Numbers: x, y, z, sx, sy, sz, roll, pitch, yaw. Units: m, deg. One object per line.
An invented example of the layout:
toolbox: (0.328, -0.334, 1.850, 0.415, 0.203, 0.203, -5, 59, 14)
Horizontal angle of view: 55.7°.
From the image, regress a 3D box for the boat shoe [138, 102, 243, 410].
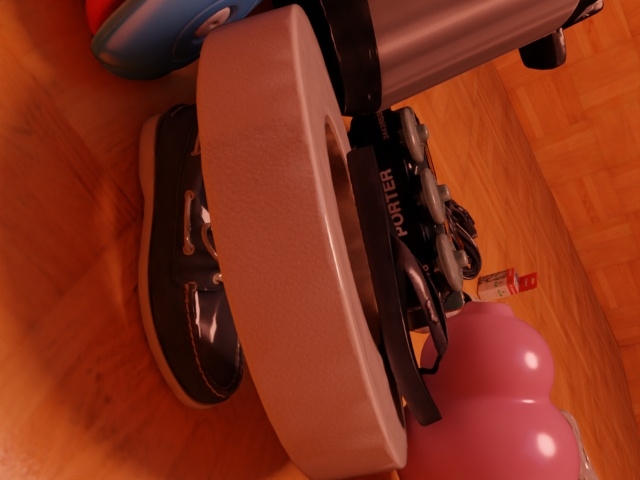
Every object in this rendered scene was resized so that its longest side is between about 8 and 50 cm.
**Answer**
boat shoe: (-0.088, 0.003, 0.491, 0.095, 0.079, 0.255, 33, 46, -60)

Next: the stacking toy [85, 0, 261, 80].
stacking toy: (-0.177, -0.297, 0.487, 0.302, 0.165, 0.175, 53, 20, -6)

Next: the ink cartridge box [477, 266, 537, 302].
ink cartridge box: (0.381, 0.086, 1.236, 0.029, 0.115, 0.063, 60, 29, -18)

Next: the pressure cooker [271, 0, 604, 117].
pressure cooker: (0.138, -0.383, 0.689, 0.370, 0.420, 0.376, 72, -7, -63)

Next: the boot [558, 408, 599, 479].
boot: (0.512, 0.474, 1.256, 0.123, 0.095, 0.258, 27, 41, -44)

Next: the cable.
cable: (0.261, -0.009, 1.173, 0.184, 0.047, 0.151, 48, 40, -40)

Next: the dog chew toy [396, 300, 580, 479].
dog chew toy: (0.159, 0.227, 0.594, 0.206, 0.206, 0.332, 16, 77, -57)

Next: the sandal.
sandal: (0.074, 0.035, 0.534, 0.097, 0.054, 0.255, 31, 47, -79)

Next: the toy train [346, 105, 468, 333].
toy train: (0.119, -0.037, 0.842, 0.190, 0.142, 0.334, 18, 56, -68)

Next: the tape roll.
tape roll: (0.000, 0.000, 0.526, 0.392, 0.072, 0.392, -14, 90, -82)

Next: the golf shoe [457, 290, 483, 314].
golf shoe: (0.252, 0.152, 1.039, 0.086, 0.069, 0.176, 44, 29, -5)
